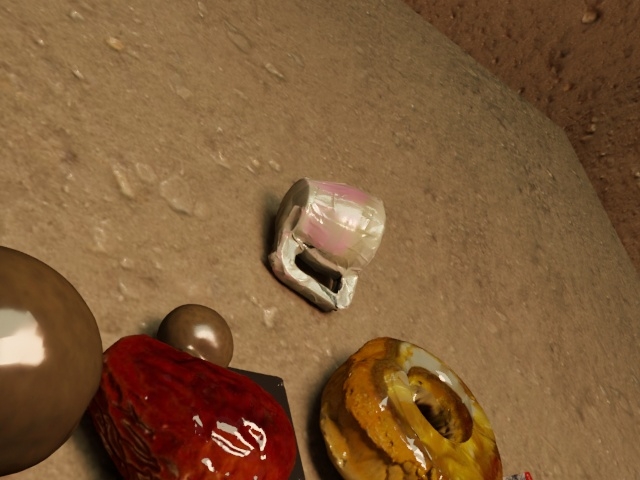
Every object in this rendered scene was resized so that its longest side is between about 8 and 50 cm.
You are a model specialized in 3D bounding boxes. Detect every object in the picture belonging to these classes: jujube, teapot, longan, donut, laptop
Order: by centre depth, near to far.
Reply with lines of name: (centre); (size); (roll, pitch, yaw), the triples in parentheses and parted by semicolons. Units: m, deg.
longan: (-0.332, 0.106, 0.723); (0.248, 0.248, 0.248); (34, 34, -27)
jujube: (-0.153, 0.220, 0.895); (0.255, 0.190, 0.190); (36, 29, 8)
longan: (-0.164, 0.138, 1.014); (0.106, 0.106, 0.119); (41, 11, -16)
laptop: (-0.083, 0.261, 1.077); (0.129, 0.016, 0.180); (21, 40, -42)
donut: (0.142, 0.283, 1.184); (0.330, 0.160, 0.330); (25, 26, -13)
teapot: (-0.005, -0.004, 1.375); (0.178, 0.221, 0.163); (24, 0, -23)

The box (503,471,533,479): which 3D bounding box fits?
box: (0.321, 0.455, 1.379); (0.218, 0.039, 0.055); (9, 48, -49)
